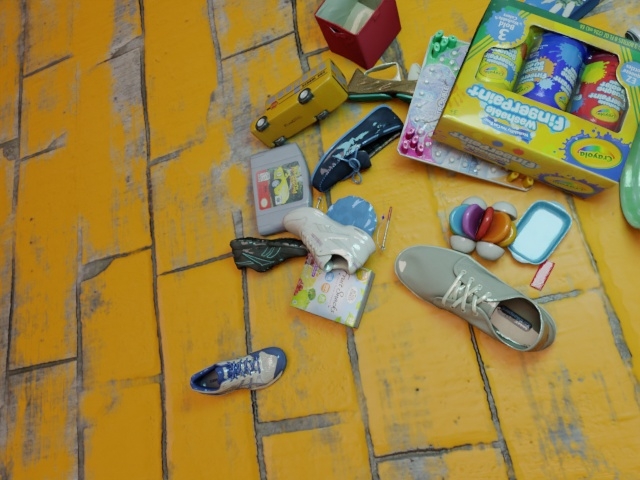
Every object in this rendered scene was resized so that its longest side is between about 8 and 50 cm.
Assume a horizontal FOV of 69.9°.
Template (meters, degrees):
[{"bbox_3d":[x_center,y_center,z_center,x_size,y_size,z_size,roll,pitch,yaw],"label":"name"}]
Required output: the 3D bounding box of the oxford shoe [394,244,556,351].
[{"bbox_3d":[0.391,0.140,1.196,0.449,0.130,0.169,31,102,25],"label":"oxford shoe"}]

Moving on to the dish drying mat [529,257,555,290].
[{"bbox_3d":[0.589,0.090,1.214,0.032,0.008,0.083,28,86,24],"label":"dish drying mat"}]

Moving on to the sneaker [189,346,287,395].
[{"bbox_3d":[-0.244,0.397,1.353,0.296,0.131,0.112,-24,68,10],"label":"sneaker"}]

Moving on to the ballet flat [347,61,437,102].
[{"bbox_3d":[0.244,-0.487,1.422,0.342,0.116,0.124,14,99,27],"label":"ballet flat"}]

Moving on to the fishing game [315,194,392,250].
[{"bbox_3d":[0.089,-0.044,1.404,0.263,0.041,0.189,7,79,27],"label":"fishing game"}]

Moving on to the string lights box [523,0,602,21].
[{"bbox_3d":[0.694,-0.686,1.343,0.259,0.076,0.133,-40,69,6],"label":"string lights box"}]

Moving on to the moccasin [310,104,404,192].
[{"bbox_3d":[0.115,-0.270,1.402,0.342,0.137,0.117,-46,71,4],"label":"moccasin"}]

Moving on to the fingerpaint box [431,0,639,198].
[{"bbox_3d":[0.571,-0.370,1.184,0.444,0.163,0.372,24,82,6],"label":"fingerpaint box"}]

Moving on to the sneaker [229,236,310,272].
[{"bbox_3d":[-0.157,0.044,1.449,0.267,0.101,0.106,1,98,18],"label":"sneaker"}]

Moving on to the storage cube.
[{"bbox_3d":[0.128,-0.709,1.481,0.183,0.193,0.215,36,89,23],"label":"storage cube"}]

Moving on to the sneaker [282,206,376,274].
[{"bbox_3d":[0.000,0.000,1.322,0.304,0.114,0.152,22,59,27],"label":"sneaker"}]

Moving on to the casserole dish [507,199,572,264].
[{"bbox_3d":[0.584,-0.019,1.229,0.114,0.037,0.188,36,90,23],"label":"casserole dish"}]

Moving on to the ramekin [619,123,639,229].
[{"bbox_3d":[0.831,-0.169,1.049,0.148,0.303,0.304,6,78,12],"label":"ramekin"}]

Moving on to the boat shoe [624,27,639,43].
[{"bbox_3d":[0.870,-0.520,1.256,0.040,0.049,0.142,-22,72,13],"label":"boat shoe"}]

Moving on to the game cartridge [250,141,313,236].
[{"bbox_3d":[-0.124,-0.173,1.504,0.195,0.060,0.295,-13,72,11],"label":"game cartridge"}]

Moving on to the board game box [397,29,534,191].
[{"bbox_3d":[0.457,-0.377,1.299,0.389,0.050,0.391,17,82,5],"label":"board game box"}]

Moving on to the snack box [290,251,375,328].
[{"bbox_3d":[0.037,0.145,1.355,0.206,0.070,0.175,15,80,20],"label":"snack box"}]

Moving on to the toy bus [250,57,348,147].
[{"bbox_3d":[-0.075,-0.439,1.492,0.332,0.108,0.130,-25,53,27],"label":"toy bus"}]

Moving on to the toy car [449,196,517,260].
[{"bbox_3d":[0.425,-0.043,1.225,0.181,0.136,0.159,17,82,37],"label":"toy car"}]
